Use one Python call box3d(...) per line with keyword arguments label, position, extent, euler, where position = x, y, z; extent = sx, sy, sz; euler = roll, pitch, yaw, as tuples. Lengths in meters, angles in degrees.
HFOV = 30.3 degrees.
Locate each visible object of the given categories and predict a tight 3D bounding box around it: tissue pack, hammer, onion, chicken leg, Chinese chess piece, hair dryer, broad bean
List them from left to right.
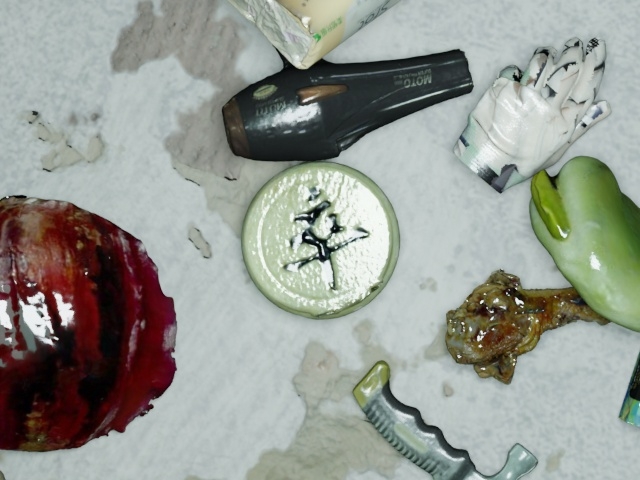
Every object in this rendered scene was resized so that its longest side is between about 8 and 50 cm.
box3d(label="onion", position=(-0.313, 0.095, 1.388), extent=(0.280, 0.146, 0.314), euler=(-1, 85, -1))
box3d(label="hair dryer", position=(-0.005, -0.276, 1.406), extent=(0.303, 0.120, 0.359), euler=(-19, 80, -5))
box3d(label="Chinese chess piece", position=(0.000, 0.000, 1.399), extent=(0.188, 0.083, 0.188), euler=(0, 92, 5))
box3d(label="tissue pack", position=(0.001, -0.318, 1.345), extent=(0.186, 0.090, 0.222), euler=(43, 62, 12))
box3d(label="hammer", position=(0.129, 0.245, 1.411), extent=(0.226, 0.041, 0.159), euler=(44, 90, 2))
box3d(label="chicken leg", position=(0.239, 0.088, 1.394), extent=(0.196, 0.080, 0.125), euler=(-32, 98, -5))
box3d(label="broad bean", position=(0.327, 0.005, 1.348), extent=(0.228, 0.169, 0.100), euler=(40, 132, -1))
box3d(label="tissue pack", position=(0.409, 0.172, 1.375), extent=(0.085, 0.079, 0.111), euler=(19, 90, 2))

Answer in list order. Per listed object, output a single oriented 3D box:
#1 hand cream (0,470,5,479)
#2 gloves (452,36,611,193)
box3d(label="hand cream", position=(-0.382, 0.362, 1.374), extent=(0.084, 0.084, 0.203), euler=(-34, 56, 2))
box3d(label="gloves", position=(0.257, -0.155, 1.376), extent=(0.127, 0.111, 0.212), euler=(43, 100, 7))
